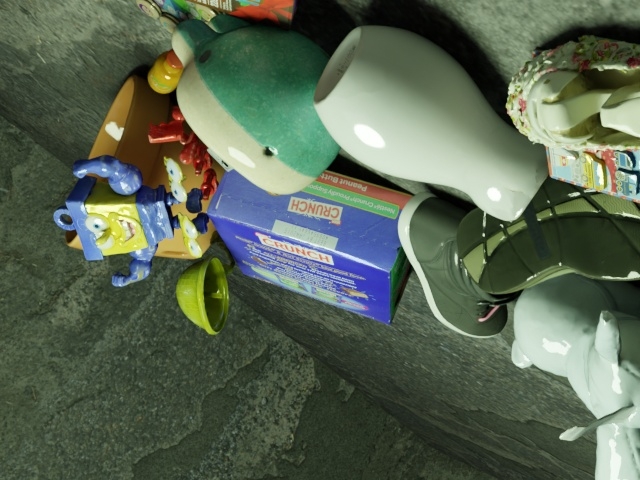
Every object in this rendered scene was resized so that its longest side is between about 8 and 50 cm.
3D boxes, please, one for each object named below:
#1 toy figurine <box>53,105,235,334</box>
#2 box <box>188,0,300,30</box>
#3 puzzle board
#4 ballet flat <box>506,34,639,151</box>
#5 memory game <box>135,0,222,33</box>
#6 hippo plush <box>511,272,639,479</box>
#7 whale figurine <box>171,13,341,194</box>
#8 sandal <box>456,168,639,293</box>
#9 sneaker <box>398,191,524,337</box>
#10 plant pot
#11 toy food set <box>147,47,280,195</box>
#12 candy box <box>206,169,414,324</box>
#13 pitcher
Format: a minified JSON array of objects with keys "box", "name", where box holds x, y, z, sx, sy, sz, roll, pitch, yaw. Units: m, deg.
[{"box":[-0.262,-0.031,1.329,0.217,0.191,0.362,-4,132,5],"name":"toy figurine"},{"box":[-0.103,-0.281,0.751,0.201,0.057,0.293,17,167,-1],"name":"box"},{"box":[0.221,-0.092,0.764,0.096,0.011,0.128,22,141,42],"name":"puzzle board"},{"box":[0.211,-0.101,0.669,0.241,0.077,0.091,5,116,53],"name":"ballet flat"},{"box":[-0.187,-0.294,1.129,0.186,0.012,0.186,33,167,8],"name":"memory game"},{"box":[0.301,0.147,0.993,0.294,0.234,0.236,5,-164,-28],"name":"hippo plush"},{"box":[-0.054,-0.171,0.976,0.216,0.141,0.272,38,-158,-28],"name":"whale figurine"},{"box":[0.246,-0.020,0.883,0.303,0.086,0.120,-15,88,60],"name":"sandal"},{"box":[0.215,0.063,1.213,0.147,0.104,0.296,29,162,44],"name":"sneaker"},{"box":[-0.263,-0.096,1.508,0.203,0.291,0.291,21,173,-22],"name":"plant pot"},{"box":[-0.096,-0.161,1.151,0.232,0.111,0.104,46,164,-10],"name":"toy food set"},{"box":[0.000,0.000,1.381,0.268,0.122,0.317,19,166,9],"name":"candy box"},{"box":[0.095,-0.115,0.884,0.207,0.125,0.178,29,-174,-18],"name":"pitcher"}]
